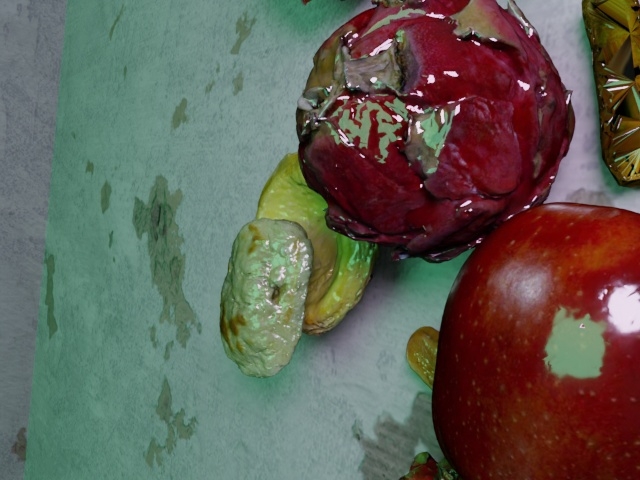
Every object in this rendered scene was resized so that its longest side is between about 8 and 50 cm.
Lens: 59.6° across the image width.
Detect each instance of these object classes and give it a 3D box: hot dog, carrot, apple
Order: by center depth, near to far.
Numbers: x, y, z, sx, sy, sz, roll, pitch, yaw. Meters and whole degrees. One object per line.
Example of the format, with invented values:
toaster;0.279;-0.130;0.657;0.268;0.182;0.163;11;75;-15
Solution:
apple;0.245;0.114;0.511;0.288;0.288;0.317;26;107;46
carrot;0.329;-0.173;0.606;0.069;0.068;0.229;-15;75;46
hot dog;0.216;0.215;0.699;0.286;0.061;0.088;49;124;37

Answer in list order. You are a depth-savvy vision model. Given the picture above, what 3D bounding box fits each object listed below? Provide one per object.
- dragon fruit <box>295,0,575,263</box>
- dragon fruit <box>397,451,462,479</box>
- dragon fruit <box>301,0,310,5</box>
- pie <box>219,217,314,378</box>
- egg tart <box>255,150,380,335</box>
dragon fruit;0.126;-0.128;0.649;0.329;0.329;0.330;-5;83;48
dragon fruit;0.133;0.372;0.724;0.135;0.137;0.236;44;125;7
dragon fruit;0.023;-0.525;0.841;0.291;0.250;0.269;-42;67;-2
pie;-0.099;0.086;0.867;0.201;0.089;0.248;10;92;53
egg tart;0.000;0.000;0.916;0.314;0.120;0.315;-7;81;50
